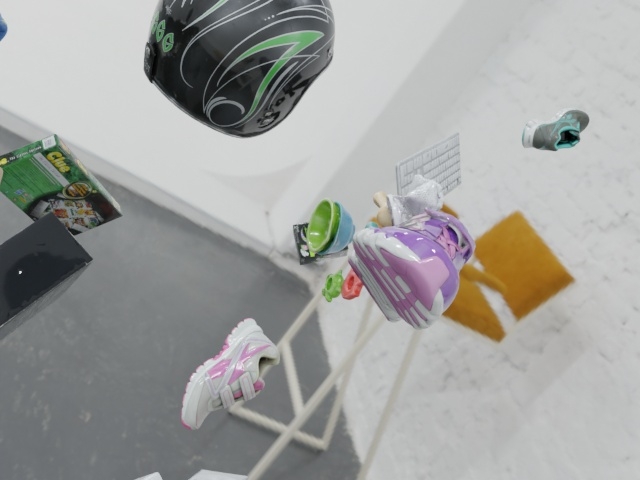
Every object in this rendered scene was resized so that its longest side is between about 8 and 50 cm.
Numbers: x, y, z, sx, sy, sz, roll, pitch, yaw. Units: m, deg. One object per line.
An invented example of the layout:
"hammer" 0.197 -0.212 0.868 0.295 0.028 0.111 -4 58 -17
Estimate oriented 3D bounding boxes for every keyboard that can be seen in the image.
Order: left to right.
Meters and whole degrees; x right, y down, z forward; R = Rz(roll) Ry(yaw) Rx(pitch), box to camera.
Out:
"keyboard" 0.136 -0.080 0.990 0.014 0.072 0.256 7 17 23

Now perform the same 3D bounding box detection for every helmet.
"helmet" -0.072 -0.198 0.772 0.169 0.161 0.169 34 24 -18

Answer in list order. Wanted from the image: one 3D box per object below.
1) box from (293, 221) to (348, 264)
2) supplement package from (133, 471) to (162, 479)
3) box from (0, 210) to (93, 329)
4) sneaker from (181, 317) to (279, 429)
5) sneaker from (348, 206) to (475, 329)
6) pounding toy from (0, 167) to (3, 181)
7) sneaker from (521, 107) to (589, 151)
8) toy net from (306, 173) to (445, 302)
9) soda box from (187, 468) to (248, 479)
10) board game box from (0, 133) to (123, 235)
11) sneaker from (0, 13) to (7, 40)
"box" 0.000 0.000 1.363 0.052 0.083 0.062 97 -19 -76
"supplement package" -0.274 0.392 0.890 0.178 0.293 0.175 -23 85 -46
"box" -0.475 0.078 1.232 0.103 0.261 0.184 50 57 -6
"sneaker" -0.173 0.275 1.602 0.111 0.252 0.103 31 -23 19
"sneaker" 0.090 0.014 0.716 0.095 0.105 0.236 58 -3 2
"pounding toy" -0.344 0.004 0.718 0.155 0.154 0.269 -28 60 -22
"sneaker" 0.432 -0.188 1.434 0.167 0.064 0.076 -24 35 -33
"toy net" 0.050 -0.005 0.891 0.045 0.122 0.232 18 -21 -23
"soda box" -0.201 0.459 1.329 0.091 0.098 0.286 6 -1 10
"board game box" -0.456 -0.084 1.406 0.259 0.136 0.030 68 3 -63
"sneaker" -0.350 -0.176 0.660 0.126 0.091 0.240 37 37 1
